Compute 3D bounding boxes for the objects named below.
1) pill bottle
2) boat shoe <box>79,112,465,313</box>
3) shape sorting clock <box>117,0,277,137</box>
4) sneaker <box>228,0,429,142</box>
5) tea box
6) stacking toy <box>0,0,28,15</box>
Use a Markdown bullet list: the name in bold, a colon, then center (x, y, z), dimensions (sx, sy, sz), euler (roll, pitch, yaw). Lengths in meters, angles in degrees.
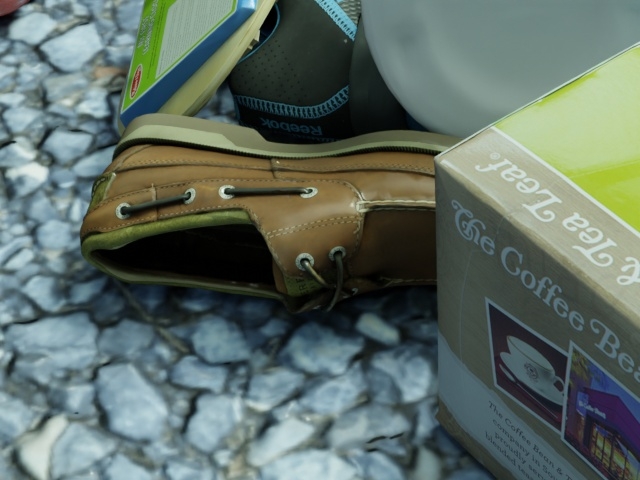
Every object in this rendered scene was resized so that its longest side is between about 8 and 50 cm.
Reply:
- **pill bottle**: center (0.173, -0.206, 1.165), dimensions (0.204, 0.204, 0.361), euler (12, 29, 15)
- **boat shoe**: center (0.000, 0.000, 1.095), dimensions (0.307, 0.111, 0.104), euler (4, 49, 22)
- **shape sorting clock**: center (-0.075, -0.152, 1.208), dimensions (0.206, 0.040, 0.206), euler (-39, 30, 29)
- **sneaker**: center (0.018, -0.202, 1.276), dimensions (0.139, 0.125, 0.341), euler (-1, 42, 10)
- **tea box**: center (0.280, 0.049, 0.934), dimensions (0.323, 0.220, 0.329), euler (-28, 49, -23)
- **stacking toy**: center (-0.242, -0.282, 1.425), dimensions (0.309, 0.130, 0.279), euler (-35, 26, -31)
